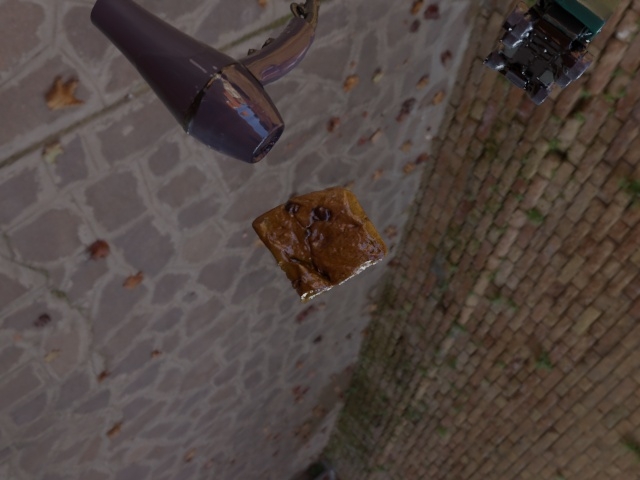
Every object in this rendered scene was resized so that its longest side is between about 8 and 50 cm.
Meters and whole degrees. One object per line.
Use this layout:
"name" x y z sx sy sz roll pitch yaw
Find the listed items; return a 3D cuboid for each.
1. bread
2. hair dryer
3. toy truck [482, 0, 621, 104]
"bread" 0.000 0.000 1.081 0.149 0.143 0.158 -30 -179 -3
"hair dryer" -0.117 -0.288 1.100 0.361 0.301 0.121 -43 172 -41
"toy truck" 0.302 -0.268 0.972 0.124 0.114 0.253 -51 177 0
